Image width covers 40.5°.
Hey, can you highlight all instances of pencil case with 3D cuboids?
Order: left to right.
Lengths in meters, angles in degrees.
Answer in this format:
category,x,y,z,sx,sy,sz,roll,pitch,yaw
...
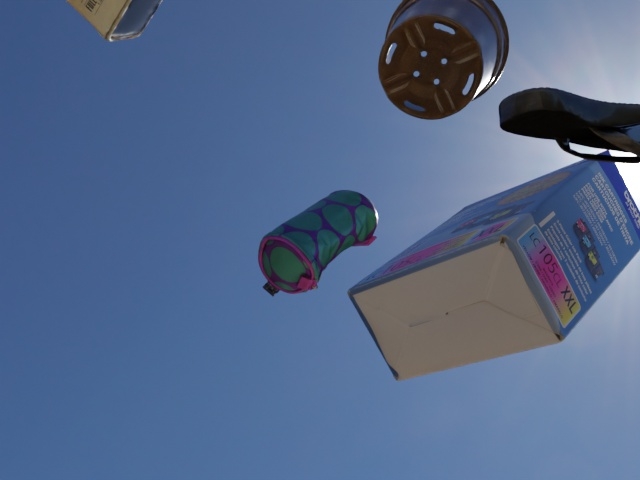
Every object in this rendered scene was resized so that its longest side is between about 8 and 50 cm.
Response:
category,x,y,z,sx,sy,sz,roll,pitch,yaw
pencil case,0.000,0.000,0.865,0.070,0.152,0.064,50,-53,2

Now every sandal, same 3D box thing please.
category,x,y,z,sx,sy,sz,roll,pitch,yaw
sandal,0.300,-0.112,0.937,0.255,0.054,0.097,3,-15,-25

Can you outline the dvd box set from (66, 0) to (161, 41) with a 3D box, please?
category,x,y,z,sx,sy,sz,roll,pitch,yaw
dvd box set,-0.251,-0.433,0.774,0.420,0.062,0.307,42,-64,6

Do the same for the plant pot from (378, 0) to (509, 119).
category,x,y,z,sx,sy,sz,roll,pitch,yaw
plant pot,0.149,-0.232,1.088,0.167,0.165,0.167,5,-68,13

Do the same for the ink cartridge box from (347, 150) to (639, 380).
category,x,y,z,sx,sy,sz,roll,pitch,yaw
ink cartridge box,0.266,0.019,1.193,0.270,0.395,0.151,-23,-86,43
